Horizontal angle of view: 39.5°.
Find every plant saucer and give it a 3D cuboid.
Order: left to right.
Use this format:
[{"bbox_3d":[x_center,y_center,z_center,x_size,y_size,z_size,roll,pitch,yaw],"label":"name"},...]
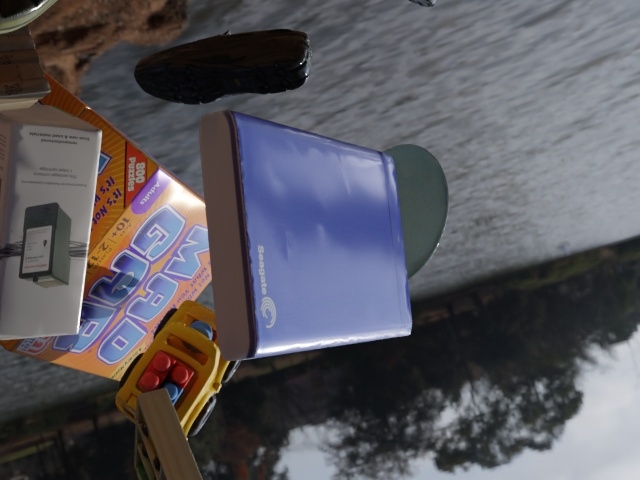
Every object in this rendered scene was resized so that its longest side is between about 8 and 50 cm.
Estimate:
[{"bbox_3d":[0.105,-0.029,1.170,0.037,0.194,0.195,16,154,-40],"label":"plant saucer"}]

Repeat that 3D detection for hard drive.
[{"bbox_3d":[0.000,0.000,0.883,0.040,0.210,0.319,-9,174,29],"label":"hard drive"}]

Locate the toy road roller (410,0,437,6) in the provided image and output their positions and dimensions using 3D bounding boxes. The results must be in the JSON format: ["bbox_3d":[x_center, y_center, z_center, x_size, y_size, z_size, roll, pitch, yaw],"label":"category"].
[{"bbox_3d":[0.022,-0.341,0.750,0.202,0.330,0.240,-57,-175,6],"label":"toy road roller"}]

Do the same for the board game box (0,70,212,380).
[{"bbox_3d":[-0.420,-0.023,1.538,0.356,0.356,0.356,-51,155,-2],"label":"board game box"}]

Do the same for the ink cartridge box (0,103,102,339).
[{"bbox_3d":[-0.383,-0.032,1.156,0.115,0.272,0.198,1,-165,-34],"label":"ink cartridge box"}]

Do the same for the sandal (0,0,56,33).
[{"bbox_3d":[-0.204,-0.255,0.696,0.086,0.120,0.302,-31,-163,50],"label":"sandal"}]

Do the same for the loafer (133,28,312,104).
[{"bbox_3d":[-0.119,-0.220,1.104,0.223,0.078,0.076,-4,143,10],"label":"loafer"}]

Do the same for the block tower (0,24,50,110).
[{"bbox_3d":[-0.409,-0.304,0.980,0.097,0.335,0.091,-18,180,-45],"label":"block tower"}]

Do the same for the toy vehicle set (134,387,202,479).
[{"bbox_3d":[-0.152,0.319,0.997,0.035,0.267,0.166,-13,141,-23],"label":"toy vehicle set"}]

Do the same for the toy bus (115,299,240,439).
[{"bbox_3d":[-0.220,0.193,1.389,0.220,0.149,0.211,-58,176,-17],"label":"toy bus"}]
